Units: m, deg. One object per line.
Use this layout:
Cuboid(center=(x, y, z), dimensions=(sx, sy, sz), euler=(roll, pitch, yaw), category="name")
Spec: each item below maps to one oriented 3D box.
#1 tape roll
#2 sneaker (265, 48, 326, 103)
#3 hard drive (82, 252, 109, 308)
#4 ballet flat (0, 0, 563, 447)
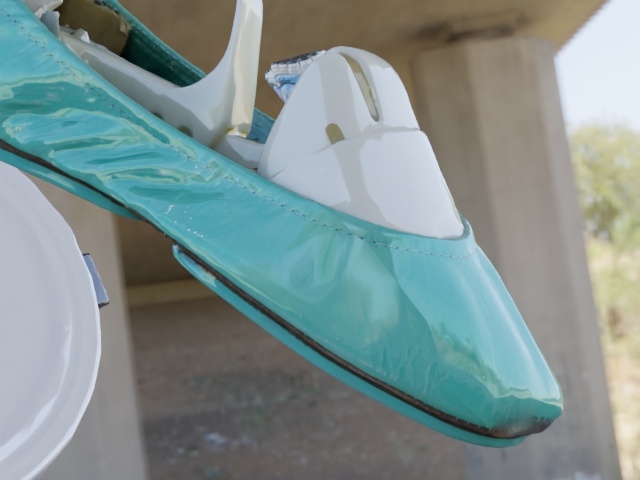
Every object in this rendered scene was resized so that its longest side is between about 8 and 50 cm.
Cuboid(center=(-0.275, 0.054, 0.848), dimensions=(0.286, 0.286, 0.100), euler=(-4, -29, -35), category="tape roll")
Cuboid(center=(-0.015, -0.131, 1.373), dimensions=(0.063, 0.073, 0.162), euler=(-15, 2, 4), category="sneaker")
Cuboid(center=(-0.385, 0.106, 1.316), dimensions=(0.339, 0.064, 0.237), euler=(-27, -8, 22), category="hard drive")
Cuboid(center=(-0.026, -0.031, 0.451), dimensions=(0.247, 0.087, 0.083), euler=(29, 18, 21), category="ballet flat")
